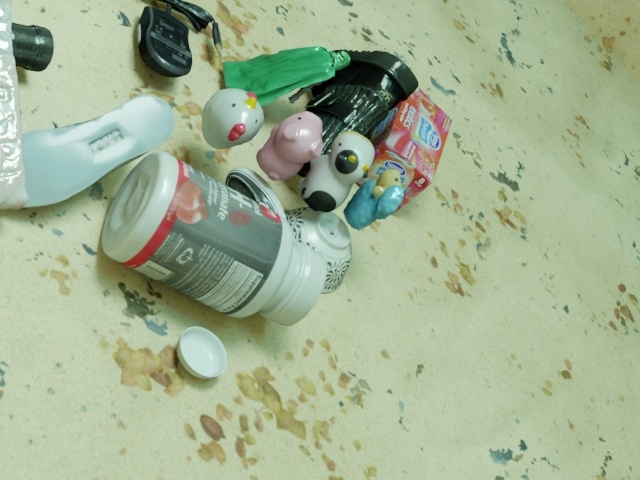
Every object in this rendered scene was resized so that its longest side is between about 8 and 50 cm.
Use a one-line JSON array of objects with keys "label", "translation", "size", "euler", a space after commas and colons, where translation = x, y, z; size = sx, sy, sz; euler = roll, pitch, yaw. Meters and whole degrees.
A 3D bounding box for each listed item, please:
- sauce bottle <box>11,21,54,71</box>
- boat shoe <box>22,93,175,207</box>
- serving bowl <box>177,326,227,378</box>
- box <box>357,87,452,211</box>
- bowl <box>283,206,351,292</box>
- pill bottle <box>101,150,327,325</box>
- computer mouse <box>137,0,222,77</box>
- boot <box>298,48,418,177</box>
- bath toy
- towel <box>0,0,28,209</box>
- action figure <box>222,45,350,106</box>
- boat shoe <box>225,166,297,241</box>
[{"label": "sauce bottle", "translation": [-0.548, -0.304, 1.600], "size": [0.344, 0.111, 0.111], "euler": [1, 58, -45]}, {"label": "boat shoe", "translation": [-0.363, -0.128, 1.648], "size": [0.306, 0.105, 0.113], "euler": [-34, 97, -30]}, {"label": "serving bowl", "translation": [-0.179, 0.169, 1.645], "size": [0.083, 0.027, 0.083], "euler": [28, 42, -28]}, {"label": "box", "translation": [0.165, -0.191, 2.252], "size": [0.128, 0.122, 0.257], "euler": [42, 37, -13]}, {"label": "bowl", "translation": [0.000, 0.000, 1.943], "size": [0.170, 0.080, 0.170], "euler": [29, 41, -29]}, {"label": "pill bottle", "translation": [-0.153, 0.010, 1.688], "size": [0.318, 0.176, 0.176], "euler": [29, 41, -27]}, {"label": "computer mouse", "translation": [-0.255, -0.354, 2.010], "size": [0.184, 0.060, 0.262], "euler": [23, 36, -34]}, {"label": "boot", "translation": [0.011, -0.231, 2.102], "size": [0.131, 0.348, 0.260], "euler": [44, 78, -17]}, {"label": "bath toy", "translation": [-0.031, -0.143, 1.841], "size": [0.348, 0.151, 0.129], "euler": [28, 8, -20]}, {"label": "towel", "translation": [-0.549, -0.198, 1.449], "size": [0.332, 0.053, 0.317], "euler": [1, 79, -37]}, {"label": "action figure", "translation": [-0.057, -0.301, 2.037], "size": [0.063, 0.232, 0.137], "euler": [64, 12, -59]}, {"label": "boat shoe", "translation": [-0.104, -0.017, 1.858], "size": [0.076, 0.080, 0.228], "euler": [-20, 82, -54]}]
